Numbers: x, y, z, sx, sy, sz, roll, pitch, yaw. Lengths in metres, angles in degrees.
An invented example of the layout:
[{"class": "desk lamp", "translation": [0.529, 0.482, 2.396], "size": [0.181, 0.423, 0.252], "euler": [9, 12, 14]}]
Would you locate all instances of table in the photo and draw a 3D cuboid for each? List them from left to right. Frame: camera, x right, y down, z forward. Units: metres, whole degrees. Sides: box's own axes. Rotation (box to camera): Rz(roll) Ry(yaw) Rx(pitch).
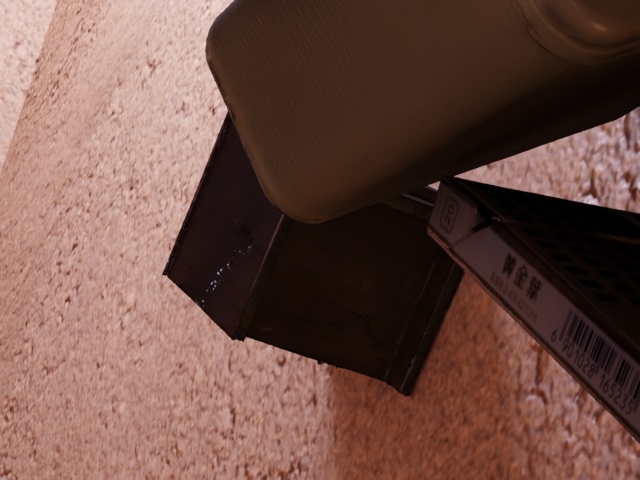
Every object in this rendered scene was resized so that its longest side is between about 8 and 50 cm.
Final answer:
[{"class": "table", "translation": [0.000, 0.000, 1.506], "size": [0.172, 0.169, 0.193], "euler": [-67, 24, 7]}]

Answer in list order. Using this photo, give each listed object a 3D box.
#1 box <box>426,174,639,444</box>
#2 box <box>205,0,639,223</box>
[{"class": "box", "translation": [0.200, 0.048, 1.047], "size": [0.325, 0.180, 0.047], "euler": [-129, 52, -61]}, {"class": "box", "translation": [0.152, -0.166, 1.103], "size": [0.344, 0.352, 0.177], "euler": [-34, 78, 56]}]
